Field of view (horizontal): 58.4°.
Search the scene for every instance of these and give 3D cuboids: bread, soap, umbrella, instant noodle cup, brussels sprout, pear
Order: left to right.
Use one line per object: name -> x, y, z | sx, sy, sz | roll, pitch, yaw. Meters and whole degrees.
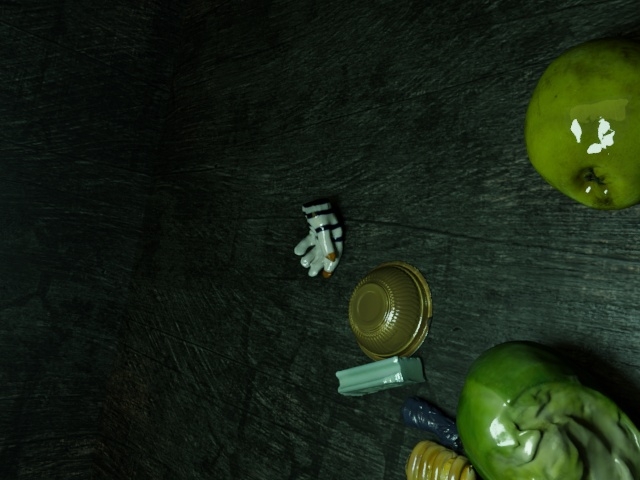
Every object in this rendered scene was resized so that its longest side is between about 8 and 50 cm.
instant noodle cup -> 0.153, 0.176, 1.472 | 0.274, 0.090, 0.274 | -17, 66, 42
soap -> 0.148, 0.336, 1.414 | 0.198, 0.114, 0.063 | -26, 61, 40
bread -> 0.260, 0.512, 1.255 | 0.177, 0.084, 0.119 | -3, 71, 57
umbrella -> 0.287, 0.428, 1.289 | 0.248, 0.071, 0.071 | 19, 92, 43
brussels sprout -> 0.409, 0.351, 1.015 | 0.276, 0.315, 0.371 | -44, 83, -4
pear -> 0.537, -0.241, 1.076 | 0.287, 0.287, 0.375 | -3, 62, 46

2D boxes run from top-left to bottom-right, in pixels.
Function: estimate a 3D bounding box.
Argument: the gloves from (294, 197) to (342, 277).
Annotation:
gloves -> 0.007, -0.005, 1.670 | 0.140, 0.131, 0.219 | -7, 104, 43
